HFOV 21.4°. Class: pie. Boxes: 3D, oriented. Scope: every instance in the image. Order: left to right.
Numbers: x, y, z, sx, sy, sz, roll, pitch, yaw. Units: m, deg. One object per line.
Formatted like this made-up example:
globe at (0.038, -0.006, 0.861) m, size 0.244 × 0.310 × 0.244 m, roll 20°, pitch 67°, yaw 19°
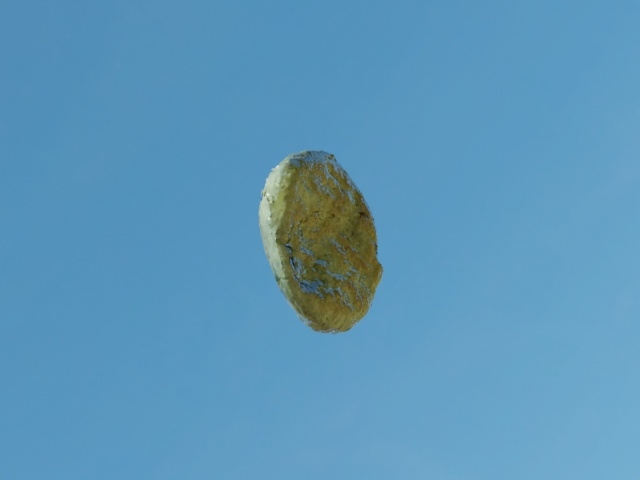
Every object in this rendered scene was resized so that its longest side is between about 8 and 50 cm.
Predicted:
pie at (0.000, 0.000, 1.648) m, size 0.041 × 0.187 × 0.187 m, roll -12°, pitch -29°, yaw 33°
